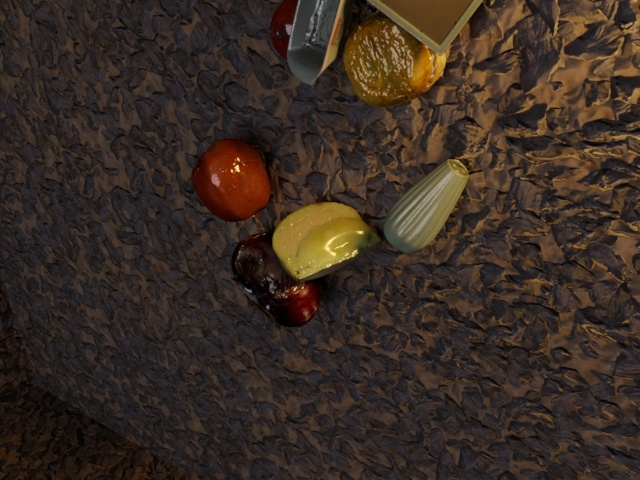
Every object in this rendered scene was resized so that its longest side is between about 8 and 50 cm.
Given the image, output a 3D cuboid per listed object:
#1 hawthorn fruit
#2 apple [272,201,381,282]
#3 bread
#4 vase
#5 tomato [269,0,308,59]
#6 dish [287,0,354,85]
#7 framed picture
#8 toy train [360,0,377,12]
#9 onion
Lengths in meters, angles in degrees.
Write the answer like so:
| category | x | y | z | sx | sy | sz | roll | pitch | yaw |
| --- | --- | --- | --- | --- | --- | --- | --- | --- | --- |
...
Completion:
| category | x | y | z | sx | sy | sz | roll | pitch | yaw |
| --- | --- | --- | --- | --- | --- | --- | --- | --- | --- |
| hawthorn fruit | -0.230 | -0.141 | 1.768 | 0.211 | 0.211 | 0.299 | -14 | 118 | 42 |
| apple | 0.000 | 0.000 | 1.673 | 0.193 | 0.264 | 0.120 | 59 | 162 | 21 |
| bread | 0.151 | -0.392 | 1.369 | 0.236 | 0.120 | 0.198 | -17 | 107 | 43 |
| vase | 0.253 | -0.084 | 1.485 | 0.128 | 0.128 | 0.248 | 42 | 125 | 9 |
| tomato | -0.064 | -0.491 | 1.494 | 0.138 | 0.091 | 0.159 | 19 | 129 | 31 |
| dish | 0.003 | -0.462 | 1.396 | 0.154 | 0.064 | 0.234 | 39 | 120 | 43 |
| framed picture | 0.237 | -0.530 | 1.220 | 0.217 | 0.017 | 0.274 | 42 | 109 | 9 |
| toy train | 0.053 | -0.594 | 1.369 | 0.249 | 0.053 | 0.085 | 42 | 128 | 9 |
| onion | -0.120 | 0.101 | 1.817 | 0.314 | 0.232 | 0.314 | 40 | 162 | 16 |
